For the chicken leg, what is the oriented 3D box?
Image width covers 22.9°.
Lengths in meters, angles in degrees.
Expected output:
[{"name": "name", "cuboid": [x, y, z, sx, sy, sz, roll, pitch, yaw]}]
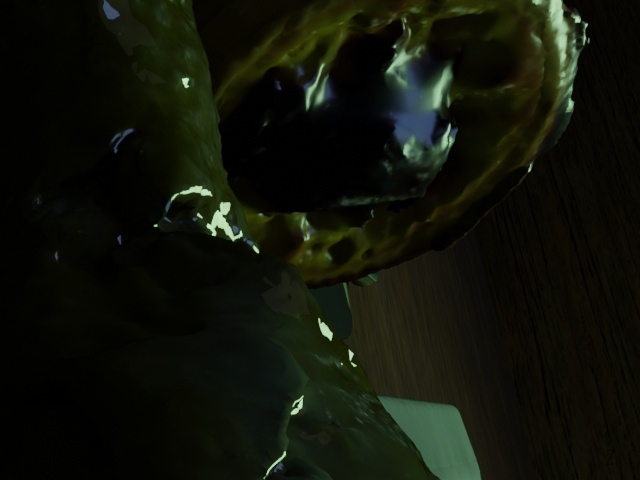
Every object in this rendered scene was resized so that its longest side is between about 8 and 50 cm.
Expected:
[{"name": "chicken leg", "cuboid": [-0.040, 0.040, 0.418, 0.201, 0.153, 0.429, 44, 22, -56]}]

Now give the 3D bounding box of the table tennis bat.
[{"name": "table tennis bat", "cuboid": [0.000, 0.000, 1.105, 0.274, 0.021, 0.154, 32, 42, -73]}]

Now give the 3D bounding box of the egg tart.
[{"name": "egg tart", "cuboid": [0.000, -0.089, 0.716, 0.171, 0.215, 0.215, 66, 3, 35]}]

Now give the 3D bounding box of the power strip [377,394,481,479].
[{"name": "power strip", "cuboid": [0.011, 0.110, 0.710, 0.338, 0.098, 0.058, 34, 37, -77]}]
